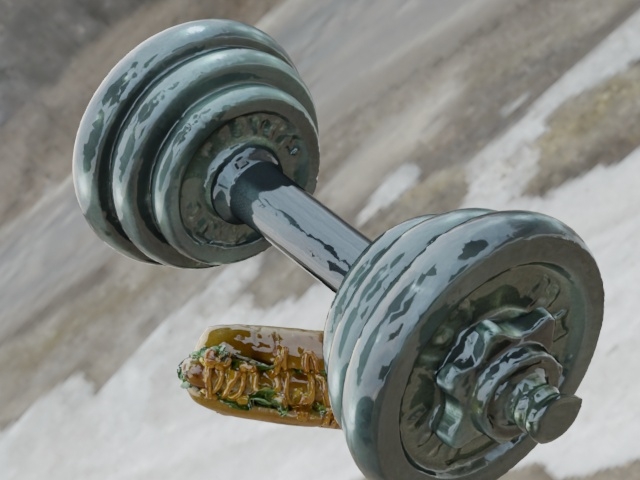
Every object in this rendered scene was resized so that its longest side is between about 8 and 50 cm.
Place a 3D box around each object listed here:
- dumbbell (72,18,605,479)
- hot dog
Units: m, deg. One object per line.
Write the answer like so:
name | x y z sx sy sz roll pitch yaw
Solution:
dumbbell | 0.000 0.000 0.855 0.179 0.179 0.406 -47 48 -6
hot dog | -0.006 0.099 1.000 0.055 0.188 0.072 -131 50 -68
